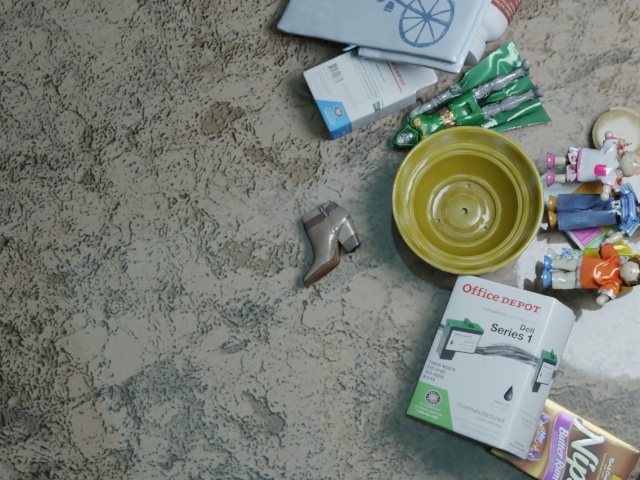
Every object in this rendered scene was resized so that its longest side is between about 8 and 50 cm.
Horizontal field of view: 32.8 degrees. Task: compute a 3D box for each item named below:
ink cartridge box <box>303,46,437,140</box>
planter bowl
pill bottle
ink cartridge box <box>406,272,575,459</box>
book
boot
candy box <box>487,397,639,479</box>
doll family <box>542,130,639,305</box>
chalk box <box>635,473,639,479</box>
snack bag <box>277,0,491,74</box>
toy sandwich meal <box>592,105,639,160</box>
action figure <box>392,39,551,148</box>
[{"bbox_3d":[0.076,-0.238,1.644,0.180,0.060,0.104,-24,78,-1],"label":"ink cartridge box"},{"bbox_3d":[0.212,-0.051,1.587,0.217,0.090,0.217,-1,80,4],"label":"planter bowl"},{"bbox_3d":[0.244,-0.377,1.628,0.121,0.121,0.216,28,82,8],"label":"pill bottle"},{"bbox_3d":[0.239,0.171,1.515,0.160,0.092,0.219,15,79,35],"label":"ink cartridge box"},{"bbox_3d":[0.391,-0.052,1.607,0.096,0.035,0.144,-36,79,0],"label":"book"},{"bbox_3d":[0.000,0.000,1.620,0.118,0.042,0.087,-37,73,-5],"label":"boot"},{"bbox_3d":[0.344,0.298,1.535,0.186,0.053,0.109,29,82,7],"label":"candy box"},{"bbox_3d":[0.407,-0.017,1.543,0.163,0.118,0.263,-1,66,18],"label":"doll family"},{"bbox_3d":[0.508,0.380,1.448,0.180,0.179,0.289,34,83,10],"label":"chalk box"},{"bbox_3d":[0.118,-0.414,1.620,0.342,0.037,0.323,16,78,33],"label":"snack bag"},{"bbox_3d":[0.444,-0.159,1.625,0.085,0.029,0.086,0,84,3],"label":"toy sandwich meal"},{"bbox_3d":[0.215,-0.192,1.631,0.232,0.063,0.137,-26,82,2],"label":"action figure"}]
